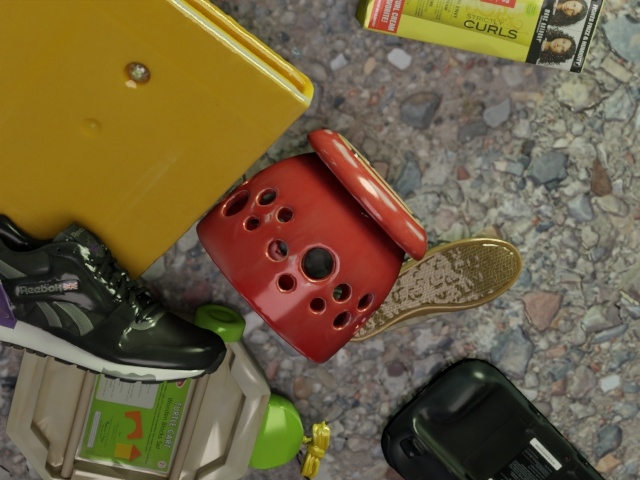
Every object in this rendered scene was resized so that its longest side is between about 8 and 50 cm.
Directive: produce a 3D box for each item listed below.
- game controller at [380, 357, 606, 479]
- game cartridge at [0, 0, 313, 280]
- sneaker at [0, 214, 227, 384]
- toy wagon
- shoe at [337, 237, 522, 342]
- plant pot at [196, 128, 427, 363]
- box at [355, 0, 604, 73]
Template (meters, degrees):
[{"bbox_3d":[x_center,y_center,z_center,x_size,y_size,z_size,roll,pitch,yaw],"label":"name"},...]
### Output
[{"bbox_3d":[0.218,0.279,1.505,0.166,0.067,0.319,-46,112,-4],"label":"game controller"},{"bbox_3d":[-0.214,-0.121,1.233,0.285,0.053,0.323,36,124,-19],"label":"game cartridge"},{"bbox_3d":[-0.225,0.053,1.253,0.283,0.107,0.124,13,102,4],"label":"sneaker"},{"bbox_3d":[-0.161,0.191,1.405,0.344,0.068,0.267,13,110,-13],"label":"toy wagon"},{"bbox_3d":[0.111,0.050,1.395,0.219,0.058,0.077,-18,93,-4],"label":"shoe"},{"bbox_3d":[0.000,0.000,1.283,0.174,0.191,0.191,-41,111,7],"label":"plant pot"},{"bbox_3d":[0.157,-0.233,1.278,0.232,0.058,0.087,11,111,-12],"label":"box"}]
